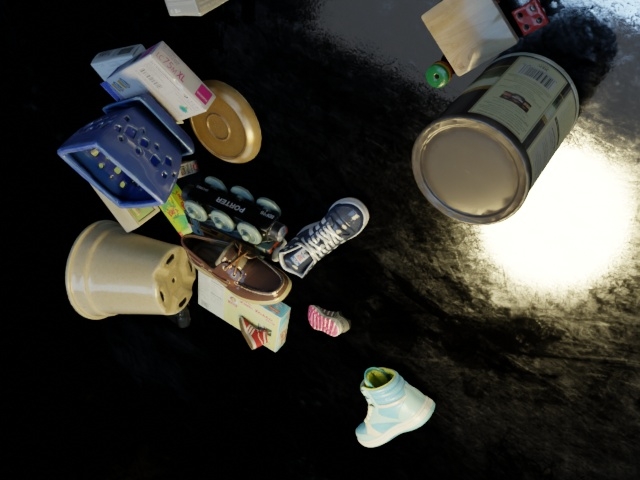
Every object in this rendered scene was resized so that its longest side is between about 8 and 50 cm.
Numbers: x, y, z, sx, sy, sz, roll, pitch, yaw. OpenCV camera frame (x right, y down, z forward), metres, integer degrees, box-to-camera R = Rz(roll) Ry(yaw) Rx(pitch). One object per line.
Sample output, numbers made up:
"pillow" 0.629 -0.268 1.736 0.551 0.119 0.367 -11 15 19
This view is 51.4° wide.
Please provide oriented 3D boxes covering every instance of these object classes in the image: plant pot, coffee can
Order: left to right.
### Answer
"plant pot" -0.484 -0.235 1.707 0.236 0.212 0.236 0 142 47
"plant pot" -0.592 0.112 2.164 0.305 0.334 0.333 6 128 23
"plant pot" -0.257 -0.299 1.723 0.236 0.032 0.236 23 136 25
"coffee can" 0.310 -0.182 1.160 0.201 0.275 0.201 22 135 24

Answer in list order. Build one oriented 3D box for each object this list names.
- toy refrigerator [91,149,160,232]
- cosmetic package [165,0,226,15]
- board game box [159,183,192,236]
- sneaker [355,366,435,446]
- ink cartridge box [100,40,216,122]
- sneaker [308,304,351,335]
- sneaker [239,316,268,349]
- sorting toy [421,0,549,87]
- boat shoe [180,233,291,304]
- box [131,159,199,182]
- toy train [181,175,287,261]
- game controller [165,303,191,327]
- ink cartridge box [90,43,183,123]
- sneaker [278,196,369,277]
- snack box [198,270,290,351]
"toy refrigerator" -0.635 -0.169 2.093 0.094 0.102 0.269 -18 110 46
"cosmetic package" -0.286 -0.612 1.407 0.107 0.127 0.238 13 133 33
"board game box" -0.442 -0.104 2.033 0.092 0.043 0.181 -19 110 47
"sneaker" 0.167 0.480 1.968 0.208 0.127 0.319 45 131 -4
"ink cartridge box" -0.419 -0.380 1.686 0.311 0.065 0.186 -6 137 49
"sneaker" 0.027 0.227 1.913 0.170 0.075 0.063 21 112 54
"sneaker" -0.207 0.283 2.085 0.118 0.067 0.042 57 152 31
"sorting toy" 0.278 -0.389 1.187 0.274 0.046 0.132 -23 107 48
"boat shoe" -0.235 0.064 1.775 0.342 0.123 0.123 26 161 28
"box" -0.459 -0.197 1.910 0.207 0.114 0.036 1 109 40
"toy train" -0.235 -0.052 1.847 0.334 0.142 0.190 22 149 20
"game controller" -0.601 0.201 2.427 0.319 0.067 0.166 32 153 15
"ink cartridge box" -0.488 -0.418 1.816 0.189 0.066 0.232 3 146 38
"sneaker" 0.000 0.000 1.669 0.099 0.153 0.282 50 140 -7
"snack box" -0.249 0.207 2.126 0.322 0.060 0.187 30 139 16
